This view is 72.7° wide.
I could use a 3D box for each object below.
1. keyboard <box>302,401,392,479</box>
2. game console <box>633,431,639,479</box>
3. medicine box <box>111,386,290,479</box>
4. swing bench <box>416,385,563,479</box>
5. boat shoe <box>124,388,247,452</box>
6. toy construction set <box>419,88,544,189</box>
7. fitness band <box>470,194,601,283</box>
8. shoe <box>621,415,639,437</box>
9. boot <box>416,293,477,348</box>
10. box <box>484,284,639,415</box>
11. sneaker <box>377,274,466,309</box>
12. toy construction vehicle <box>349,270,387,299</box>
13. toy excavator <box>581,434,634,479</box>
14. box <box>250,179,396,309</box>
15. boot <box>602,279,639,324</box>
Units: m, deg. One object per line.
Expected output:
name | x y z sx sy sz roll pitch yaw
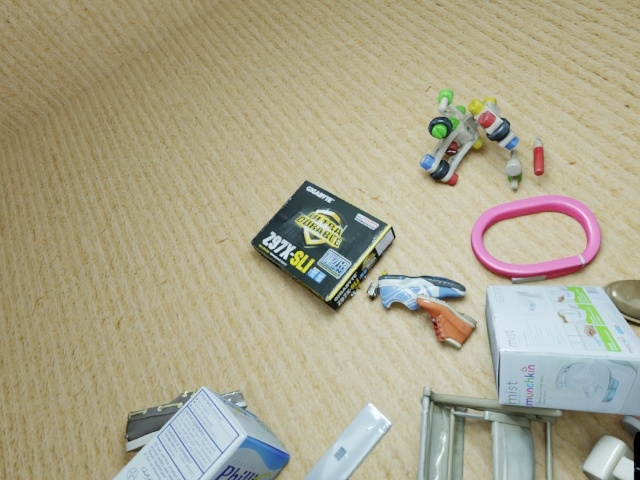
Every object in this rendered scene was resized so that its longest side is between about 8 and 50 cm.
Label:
keyboard | 0.051 0.482 0.968 0.256 0.014 0.072 -46 54 -10
game console | 0.536 0.385 0.568 0.213 0.361 0.044 6 108 35
medicine box | -0.244 0.486 0.893 0.289 0.263 0.149 -45 55 -13
swing bench | 0.315 0.434 0.825 0.255 0.165 0.253 1 63 24
boat shoe | -0.333 0.421 1.062 0.324 0.116 0.096 -24 61 11
toy construction set | 0.435 -0.290 1.163 0.309 0.257 0.237 19 55 4
fitness band | 0.518 -0.008 1.059 0.291 0.054 0.209 -11 60 10
shoe | 0.666 0.368 0.807 0.178 0.063 0.081 36 76 24
boot | 0.277 0.184 0.999 0.158 0.059 0.084 32 85 -5
box | 0.453 0.193 0.847 0.231 0.126 0.262 -2 20 16
sneaker | 0.247 0.128 1.070 0.211 0.080 0.081 1 90 15
toy construction vehicle | 0.120 0.114 1.134 0.086 0.035 0.098 15 65 36
toy excavator | 0.688 0.487 0.618 0.445 0.433 0.222 41 79 2
box | 0.000 0.000 1.189 0.322 0.079 0.257 33 78 35
boot | 0.750 0.126 0.879 0.305 0.115 0.112 10 68 23
